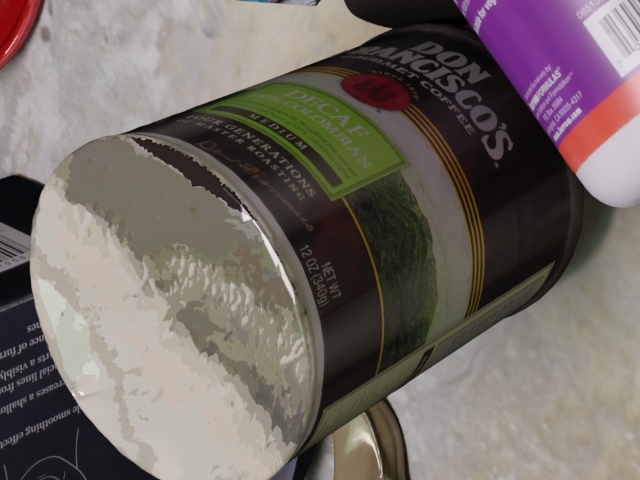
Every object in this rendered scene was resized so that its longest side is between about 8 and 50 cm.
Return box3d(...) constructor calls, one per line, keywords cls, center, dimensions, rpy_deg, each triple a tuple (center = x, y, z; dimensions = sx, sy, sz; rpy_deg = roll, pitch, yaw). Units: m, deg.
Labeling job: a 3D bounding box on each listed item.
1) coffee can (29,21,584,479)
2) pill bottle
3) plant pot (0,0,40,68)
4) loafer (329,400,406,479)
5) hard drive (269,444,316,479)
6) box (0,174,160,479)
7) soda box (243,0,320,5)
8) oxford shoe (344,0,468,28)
box3d(cls="coffee can", center=(0.000, 0.000, 0.880), dimensions=(0.201, 0.275, 0.202), rpy_deg=(17, 119, 34))
box3d(cls="pill bottle", center=(0.140, -0.191, 0.814), dimensions=(0.323, 0.181, 0.181), rpy_deg=(57, 135, 10))
box3d(cls="plant pot", center=(-0.355, -0.229, 1.253), dimensions=(0.174, 0.191, 0.191), rpy_deg=(44, 132, 29))
box3d(cls="loafer", center=(0.035, 0.179, 1.157), dimensions=(0.056, 0.050, 0.148), rpy_deg=(-13, 98, 45))
box3d(cls="hard drive", center=(-0.060, 0.077, 1.199), dimensions=(0.172, 0.054, 0.255), rpy_deg=(27, 124, 32))
box3d(cls="box", center=(-0.308, 0.186, 1.304), dimensions=(0.212, 0.293, 0.396), rpy_deg=(22, 120, 36))
box3d(cls="soda box", center=(-0.027, -0.239, 0.920), dimensions=(0.058, 0.063, 0.183), rpy_deg=(7, 127, 20))
box3d(cls="oxford shoe", center=(0.040, -0.183, 0.919), dimensions=(0.076, 0.212, 0.076), rpy_deg=(-6, 74, 27))
